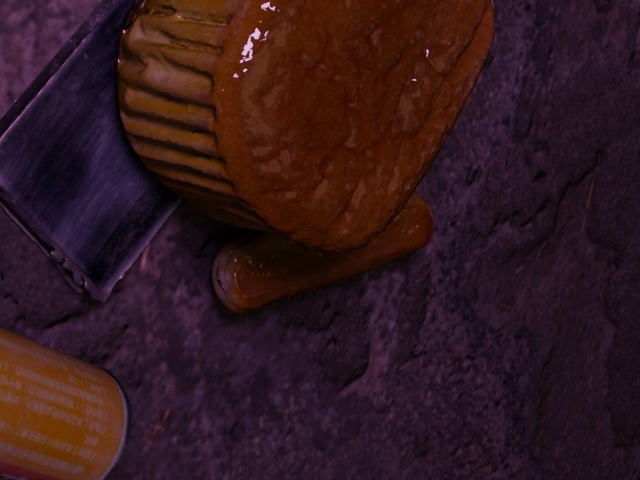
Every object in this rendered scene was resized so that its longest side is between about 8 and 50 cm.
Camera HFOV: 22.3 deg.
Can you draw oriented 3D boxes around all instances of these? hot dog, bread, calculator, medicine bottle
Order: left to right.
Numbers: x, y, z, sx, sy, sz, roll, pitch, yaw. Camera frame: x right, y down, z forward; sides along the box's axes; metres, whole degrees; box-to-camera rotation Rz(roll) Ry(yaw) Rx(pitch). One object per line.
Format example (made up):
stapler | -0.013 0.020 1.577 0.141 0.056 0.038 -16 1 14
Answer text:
medicine bottle | -0.269 0.058 0.895 0.426 0.108 0.108 30 85 -51
calculator | -0.107 -0.101 1.067 0.261 0.021 0.161 -52 138 -17
bread | -0.001 -0.122 1.051 0.253 0.142 0.227 -54 130 -13
hot dog | 0.000 0.000 1.216 0.216 0.047 0.066 -21 109 -41
